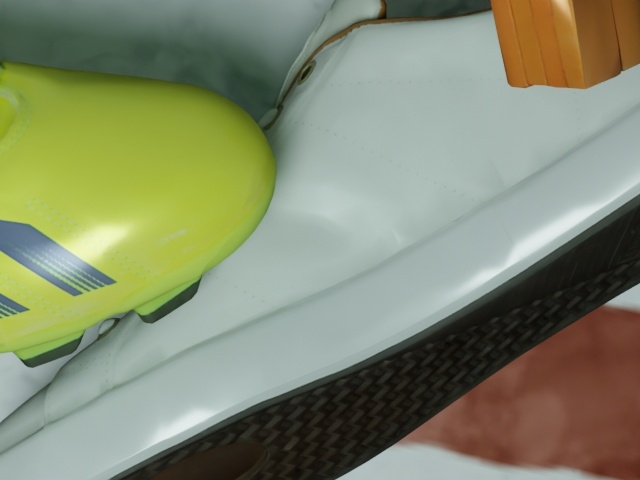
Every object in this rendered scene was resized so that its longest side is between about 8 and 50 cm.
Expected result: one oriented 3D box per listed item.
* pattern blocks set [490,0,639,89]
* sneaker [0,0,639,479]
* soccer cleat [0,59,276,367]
[{"bbox_3d":[0.081,-0.164,0.395,0.026,0.325,0.285,5,82,27],"label":"pattern blocks set"},{"bbox_3d":[0.000,0.000,0.597,0.290,0.106,0.123,-30,66,1],"label":"sneaker"},{"bbox_3d":[-0.159,-0.032,0.536,0.289,0.093,0.121,3,134,13],"label":"soccer cleat"}]
